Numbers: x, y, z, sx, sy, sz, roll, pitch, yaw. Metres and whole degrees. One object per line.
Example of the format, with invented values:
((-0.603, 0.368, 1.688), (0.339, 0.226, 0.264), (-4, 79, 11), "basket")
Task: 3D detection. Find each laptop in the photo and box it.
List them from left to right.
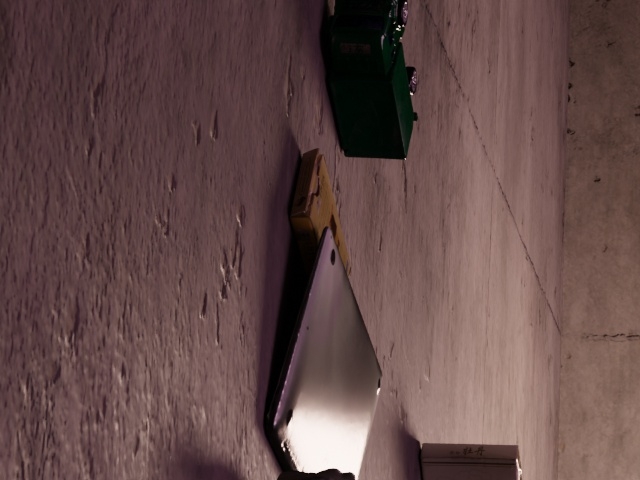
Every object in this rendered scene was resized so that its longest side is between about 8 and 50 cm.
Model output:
((0.009, 0.132, 1.610), (0.269, 0.015, 0.187), (70, 31, -56), "laptop")

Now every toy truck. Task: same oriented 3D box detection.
((0.044, -0.149, 1.703), (0.147, 0.065, 0.079), (78, 21, -47), "toy truck")

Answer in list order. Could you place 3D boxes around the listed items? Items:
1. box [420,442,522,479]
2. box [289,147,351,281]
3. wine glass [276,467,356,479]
((0.175, 0.311, 2.176), (0.029, 0.109, 0.198), (-71, 158, -56), "box")
((0.000, 0.000, 1.607), (0.149, 0.020, 0.073), (77, 19, -46), "box")
((-0.009, 0.278, 1.383), (0.103, 0.103, 0.222), (77, 16, -44), "wine glass")
